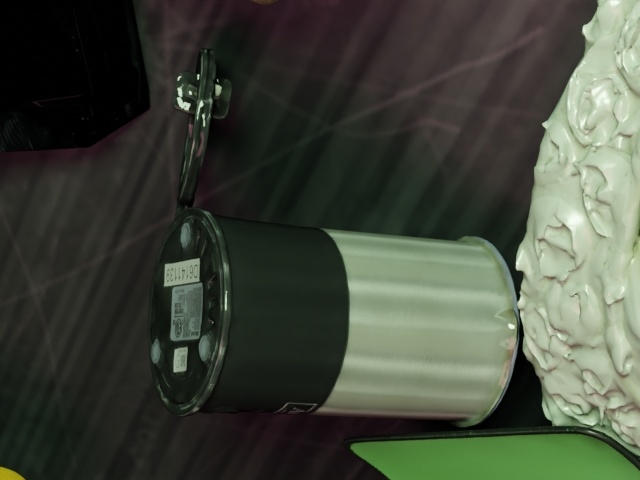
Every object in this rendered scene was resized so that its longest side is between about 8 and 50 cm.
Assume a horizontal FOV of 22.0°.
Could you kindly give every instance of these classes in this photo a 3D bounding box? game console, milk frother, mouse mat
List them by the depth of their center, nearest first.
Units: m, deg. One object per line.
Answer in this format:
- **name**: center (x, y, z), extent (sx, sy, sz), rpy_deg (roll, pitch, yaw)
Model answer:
- **game console**: center (-0.196, -0.194, 0.657), extent (0.213, 0.044, 0.361), rpy_deg (3, 125, 15)
- **milk frother**: center (0.000, 0.000, 0.695), extent (0.134, 0.129, 0.143), rpy_deg (5, 100, -26)
- **mouse mat**: center (0.117, 0.132, 0.736), extent (0.152, 0.007, 0.189), rpy_deg (-10, 138, 46)

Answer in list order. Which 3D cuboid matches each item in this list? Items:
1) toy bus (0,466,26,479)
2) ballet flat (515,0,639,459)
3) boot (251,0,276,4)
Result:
- **toy bus**: center (-0.219, 0.160, 0.867), extent (0.104, 0.202, 0.191), rpy_deg (11, 126, -27)
- **ballet flat**: center (0.154, -0.042, 0.564), extent (0.147, 0.147, 0.409), rpy_deg (11, 126, 12)
- **boot**: center (-0.050, -0.195, 0.535), extent (0.203, 0.095, 0.262), rpy_deg (18, 136, -17)
